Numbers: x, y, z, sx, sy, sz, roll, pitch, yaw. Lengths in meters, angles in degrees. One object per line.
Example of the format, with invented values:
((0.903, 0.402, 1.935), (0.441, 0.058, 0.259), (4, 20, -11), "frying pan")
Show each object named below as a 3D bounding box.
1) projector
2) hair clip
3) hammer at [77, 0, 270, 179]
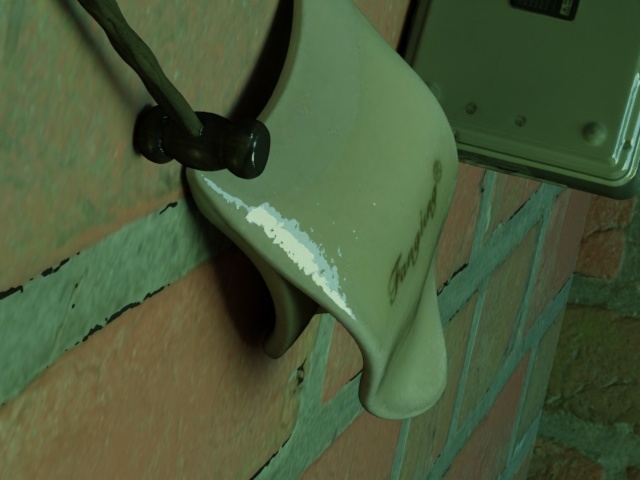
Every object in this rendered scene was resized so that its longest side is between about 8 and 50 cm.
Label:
((0.171, -0.176, 1.269), (0.099, 0.192, 0.257), (31, 75, -76), "projector")
((0.017, 0.000, 1.018), (0.282, 0.113, 0.172), (85, 24, -51), "hair clip")
((-0.084, -0.092, 0.689), (0.292, 0.058, 0.029), (57, 44, -65), "hammer")
